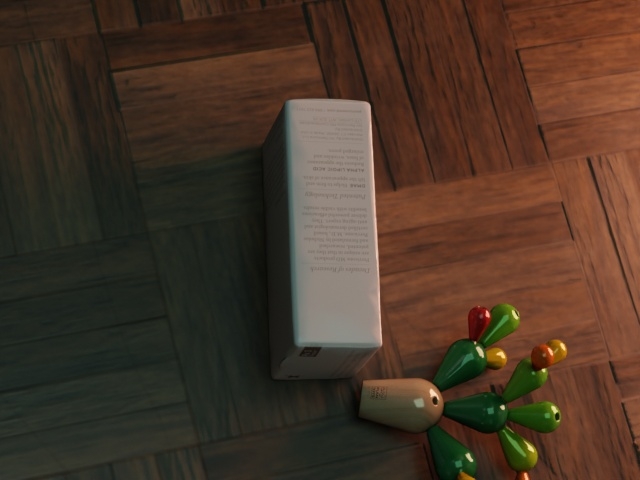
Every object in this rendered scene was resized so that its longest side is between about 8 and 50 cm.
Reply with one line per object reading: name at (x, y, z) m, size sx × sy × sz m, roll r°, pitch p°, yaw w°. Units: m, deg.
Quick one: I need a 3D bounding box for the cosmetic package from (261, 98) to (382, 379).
cosmetic package at (0.000, 0.000, 1.765) m, size 0.086 × 0.117 × 0.231 m, roll 0°, pitch 72°, yaw -12°

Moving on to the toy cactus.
toy cactus at (0.125, 0.153, 1.758) m, size 0.181 × 0.112 × 0.219 m, roll 6°, pitch 76°, yaw 0°
